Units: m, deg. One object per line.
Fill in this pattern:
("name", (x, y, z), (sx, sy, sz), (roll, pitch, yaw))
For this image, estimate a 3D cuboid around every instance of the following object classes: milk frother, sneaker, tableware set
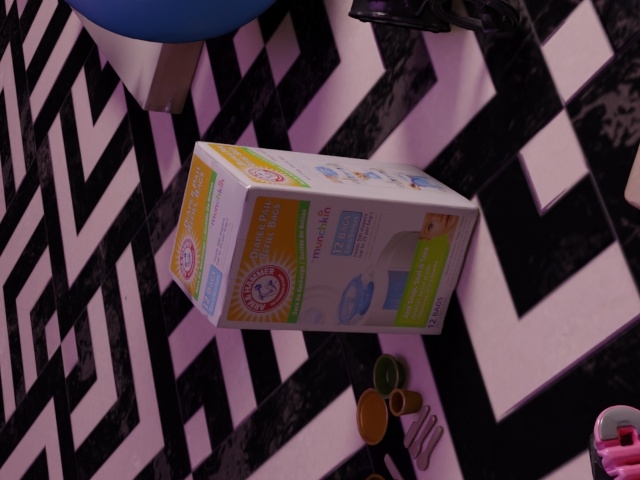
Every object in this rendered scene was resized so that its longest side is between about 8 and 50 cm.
("milk frother", (0.095, -0.230, 0.921), (0.143, 0.129, 0.135), (11, 98, 16))
("sneaker", (0.192, 0.166, 0.746), (0.057, 0.047, 0.119), (114, 151, -65))
("tableware set", (0.044, 0.175, 1.000), (0.104, 0.024, 0.154), (59, 134, 45))

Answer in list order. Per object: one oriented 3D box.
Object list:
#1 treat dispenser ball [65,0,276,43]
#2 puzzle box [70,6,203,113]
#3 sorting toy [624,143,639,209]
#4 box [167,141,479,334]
("treat dispenser ball", (-0.142, -0.329, 1.122), (0.288, 0.288, 0.288), (-13, 75, 58))
("puzzle box", (-0.225, -0.363, 1.494), (0.409, 0.052, 0.272), (52, 128, 49))
("sorting toy", (0.259, -0.083, 0.664), (0.208, 0.038, 0.193), (37, 117, 55))
("box", (0.000, 0.000, 0.922), (0.103, 0.203, 0.114), (40, 120, 54))
